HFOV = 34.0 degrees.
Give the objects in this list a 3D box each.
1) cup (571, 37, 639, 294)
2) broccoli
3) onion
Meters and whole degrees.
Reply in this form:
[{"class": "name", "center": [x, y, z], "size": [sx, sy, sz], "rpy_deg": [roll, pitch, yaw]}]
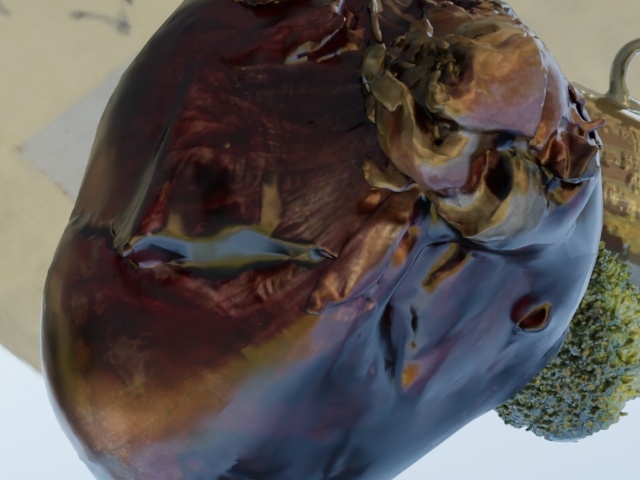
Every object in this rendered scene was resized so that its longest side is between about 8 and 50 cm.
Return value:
[{"class": "cup", "center": [0.366, -0.066, 1.159], "size": [0.227, 0.257, 0.301], "rpy_deg": [-34, 145, -76]}, {"class": "broccoli", "center": [0.227, 0.091, 1.020], "size": [0.198, 0.176, 0.226], "rpy_deg": [27, -73, 30]}, {"class": "onion", "center": [-0.008, 0.001, 0.464], "size": [0.281, 0.221, 0.281], "rpy_deg": [-42, -165, 14]}]
